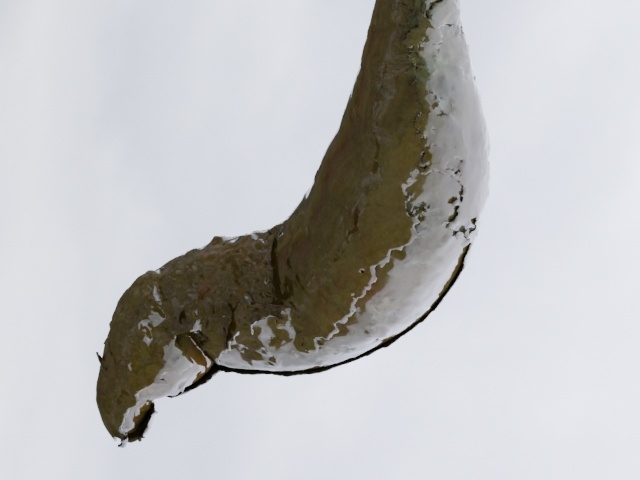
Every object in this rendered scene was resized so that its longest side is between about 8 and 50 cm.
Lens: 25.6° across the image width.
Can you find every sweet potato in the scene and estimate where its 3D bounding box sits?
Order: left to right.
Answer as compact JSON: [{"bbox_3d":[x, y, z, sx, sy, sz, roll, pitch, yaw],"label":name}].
[{"bbox_3d":[0.001,0.003,0.694,0.310,0.124,0.098,-48,-154,28],"label":"sweet potato"}]
